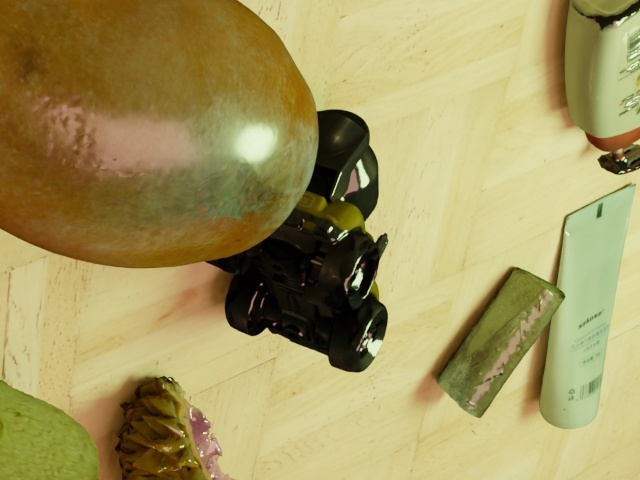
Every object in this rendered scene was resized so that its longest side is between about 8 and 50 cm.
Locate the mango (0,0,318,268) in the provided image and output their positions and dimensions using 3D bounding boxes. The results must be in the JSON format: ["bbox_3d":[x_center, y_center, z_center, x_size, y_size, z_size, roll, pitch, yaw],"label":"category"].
[{"bbox_3d":[-0.150,-0.096,1.412,0.384,0.199,0.221,26,109,-44],"label":"mango"}]

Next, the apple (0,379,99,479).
[{"bbox_3d":[-0.332,0.181,1.514,0.254,0.179,0.346,-22,163,34],"label":"apple"}]

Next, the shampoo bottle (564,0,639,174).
[{"bbox_3d":[0.308,-0.165,2.003,0.153,0.071,0.284,-37,148,-24],"label":"shampoo bottle"}]

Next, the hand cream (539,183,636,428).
[{"bbox_3d":[0.303,0.085,2.278,0.109,0.067,0.320,-24,136,-32],"label":"hand cream"}]

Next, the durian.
[{"bbox_3d":[-0.121,0.277,1.868,0.112,0.191,0.341,-17,144,-1],"label":"durian"}]

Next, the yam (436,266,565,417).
[{"bbox_3d":[0.193,0.110,2.153,0.068,0.068,0.169,15,111,-55],"label":"yam"}]

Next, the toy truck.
[{"bbox_3d":[0.000,0.000,1.753,0.165,0.147,0.224,-60,157,-26],"label":"toy truck"}]
